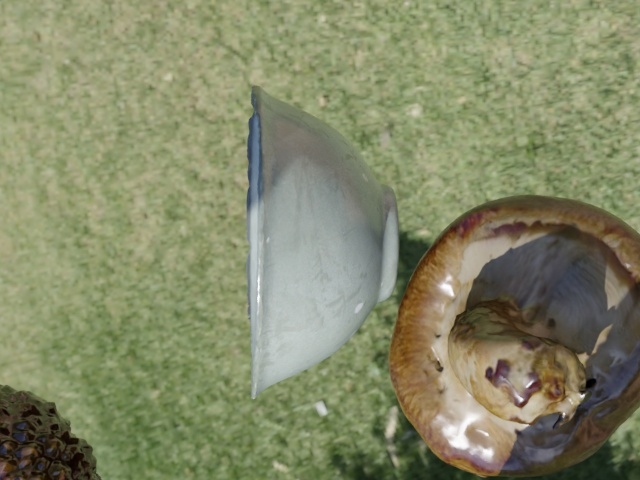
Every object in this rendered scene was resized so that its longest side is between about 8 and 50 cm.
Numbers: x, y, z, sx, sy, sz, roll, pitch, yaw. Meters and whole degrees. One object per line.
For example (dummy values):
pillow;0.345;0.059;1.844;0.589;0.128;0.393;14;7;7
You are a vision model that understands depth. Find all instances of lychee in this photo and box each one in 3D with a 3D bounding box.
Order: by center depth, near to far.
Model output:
lychee;-0.343;0.279;1.051;0.267;0.267;0.267;18;114;46

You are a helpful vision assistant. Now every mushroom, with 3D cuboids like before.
mushroom;0.186;0.074;0.983;0.267;0.267;0.254;47;164;31

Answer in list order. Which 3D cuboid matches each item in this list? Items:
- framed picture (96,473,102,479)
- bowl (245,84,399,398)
framed picture;-0.334;0.383;1.386;0.195;0.199;0.010;41;125;38
bowl;0.000;0.000;1.076;0.313;0.146;0.313;179;90;-85
